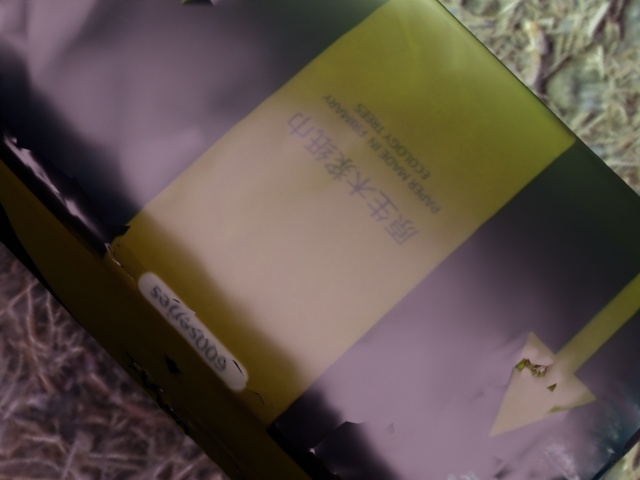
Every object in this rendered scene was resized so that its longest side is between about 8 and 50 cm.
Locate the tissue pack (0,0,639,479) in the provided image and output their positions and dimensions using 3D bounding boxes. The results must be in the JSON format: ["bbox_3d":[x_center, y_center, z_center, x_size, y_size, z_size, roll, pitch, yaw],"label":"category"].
[{"bbox_3d":[0.000,0.000,0.900,0.416,0.264,0.253,44,73,6],"label":"tissue pack"}]
